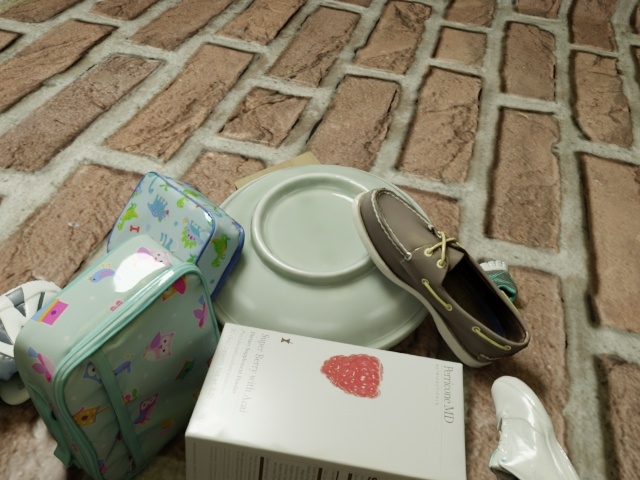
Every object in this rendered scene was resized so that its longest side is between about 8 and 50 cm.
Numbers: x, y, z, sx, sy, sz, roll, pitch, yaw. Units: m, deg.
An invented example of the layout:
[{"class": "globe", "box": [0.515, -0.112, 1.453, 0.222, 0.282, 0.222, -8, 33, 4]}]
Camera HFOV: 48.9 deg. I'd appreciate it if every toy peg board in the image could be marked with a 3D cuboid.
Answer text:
[{"class": "toy peg board", "box": [-0.051, -0.066, 1.306, 0.160, 0.079, 0.161, -24, 46, -13]}]

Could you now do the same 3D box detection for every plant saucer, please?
[{"class": "plant saucer", "box": [0.000, 0.000, 1.118, 0.400, 0.101, 0.401, 0, 51, -1]}]

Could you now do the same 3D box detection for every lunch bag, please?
[{"class": "lunch bag", "box": [-0.229, 0.006, 1.089, 0.219, 0.176, 0.090, 33, 6, 38]}, {"class": "lunch bag", "box": [-0.222, 0.152, 0.820, 0.107, 0.279, 0.224, 27, 52, 24]}]

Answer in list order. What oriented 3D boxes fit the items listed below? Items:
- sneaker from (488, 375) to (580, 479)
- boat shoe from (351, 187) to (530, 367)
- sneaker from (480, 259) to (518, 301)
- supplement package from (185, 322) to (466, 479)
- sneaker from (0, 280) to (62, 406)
[{"class": "sneaker", "box": [0.255, 0.269, 0.913, 0.094, 0.080, 0.212, -13, 42, -7]}, {"class": "boat shoe", "box": [0.177, 0.044, 1.028, 0.324, 0.096, 0.116, 51, 51, -5]}, {"class": "sneaker", "box": [0.255, 0.079, 1.164, 0.166, 0.065, 0.076, -9, 44, -18]}, {"class": "supplement package", "box": [0.008, 0.237, 0.824, 0.292, 0.175, 0.178, 9, 37, 3]}, {"class": "sneaker", "box": [-0.407, 0.149, 0.953, 0.153, 0.094, 0.235, 50, 17, 7]}]
